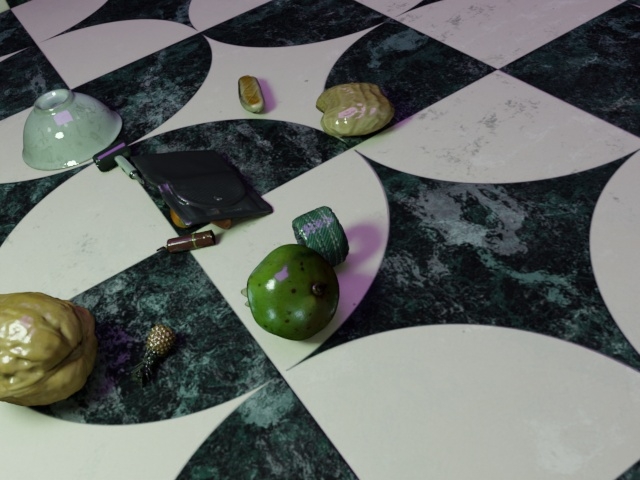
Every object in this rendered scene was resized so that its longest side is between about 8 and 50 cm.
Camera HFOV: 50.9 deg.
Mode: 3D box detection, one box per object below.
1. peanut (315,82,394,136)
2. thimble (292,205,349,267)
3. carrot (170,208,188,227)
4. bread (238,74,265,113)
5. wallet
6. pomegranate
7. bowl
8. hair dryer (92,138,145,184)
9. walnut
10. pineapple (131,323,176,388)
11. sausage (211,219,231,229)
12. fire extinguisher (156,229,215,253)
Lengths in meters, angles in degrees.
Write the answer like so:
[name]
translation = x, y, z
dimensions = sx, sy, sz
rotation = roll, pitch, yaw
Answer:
[peanut]
translation = 0.087, -0.353, 1.788
dimensions = 0.196, 0.110, 0.233
rotation = -15, 44, -1
[thimble]
translation = 0.000, -0.001, 1.417
dimensions = 0.090, 0.135, 0.118
rotation = -24, 39, -11
[carrot]
translation = -0.340, -0.109, 1.679
dimensions = 0.067, 0.067, 0.225
rotation = -13, 40, 1
[bread]
translation = -0.206, -0.426, 1.986
dimensions = 0.073, 0.053, 0.214
rotation = -14, 40, -5
[wallet]
translation = -0.294, -0.139, 1.649
dimensions = 0.247, 0.041, 0.323
rotation = -9, 38, -36
[pomegranate]
translation = -0.071, 0.103, 1.317
dimensions = 0.225, 0.187, 0.187
rotation = -4, 36, 52
[bowl]
translation = -0.768, -0.360, 2.003
dimensions = 0.313, 0.146, 0.313
rotation = -9, 42, 8
[hair dryer]
translation = -0.539, -0.200, 1.846
dimensions = 0.100, 0.057, 0.197
rotation = -37, 52, -20
[walnut]
translation = -0.562, 0.204, 1.291
dimensions = 0.257, 0.225, 0.257
rotation = -11, 35, 8
[pineapple]
translation = -0.339, 0.227, 1.333
dimensions = 0.058, 0.058, 0.124
rotation = 14, 54, 27
[sausage]
translation = -0.248, -0.053, 1.616
dimensions = 0.083, 0.034, 0.034
rotation = 26, 56, 34
[fire extinguisher]
translation = -0.313, 0.004, 1.570
dimensions = 0.132, 0.039, 0.056
rotation = -12, 10, 3
